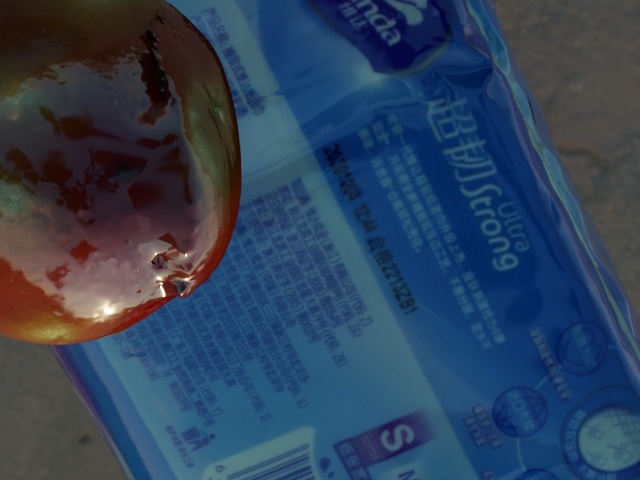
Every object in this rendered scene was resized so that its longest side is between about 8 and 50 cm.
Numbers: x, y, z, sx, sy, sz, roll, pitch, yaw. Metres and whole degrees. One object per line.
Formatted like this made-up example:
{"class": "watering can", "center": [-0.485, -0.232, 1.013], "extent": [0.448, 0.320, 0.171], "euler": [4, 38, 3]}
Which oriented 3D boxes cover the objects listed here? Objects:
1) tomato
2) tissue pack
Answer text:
{"class": "tomato", "center": [-0.055, -0.019, 0.366], "extent": [0.087, 0.075, 0.087], "euler": [3, 90, -69]}
{"class": "tissue pack", "center": [0.000, 0.000, 0.611], "extent": [0.198, 0.146, 0.263], "euler": [-24, 104, 13]}
